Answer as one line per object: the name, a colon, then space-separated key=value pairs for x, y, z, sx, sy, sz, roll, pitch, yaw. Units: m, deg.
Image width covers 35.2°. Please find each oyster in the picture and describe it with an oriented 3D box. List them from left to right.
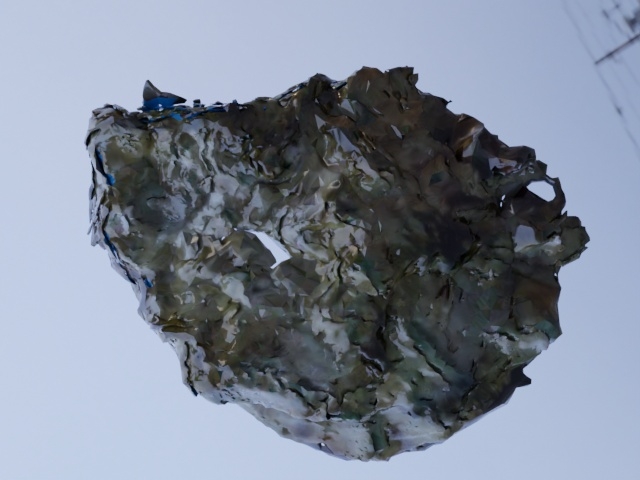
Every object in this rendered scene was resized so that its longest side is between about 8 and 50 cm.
oyster: x=0.001 y=0.000 z=0.518 sx=0.259 sy=0.198 sz=0.092 roll=31 pitch=176 yaw=7
